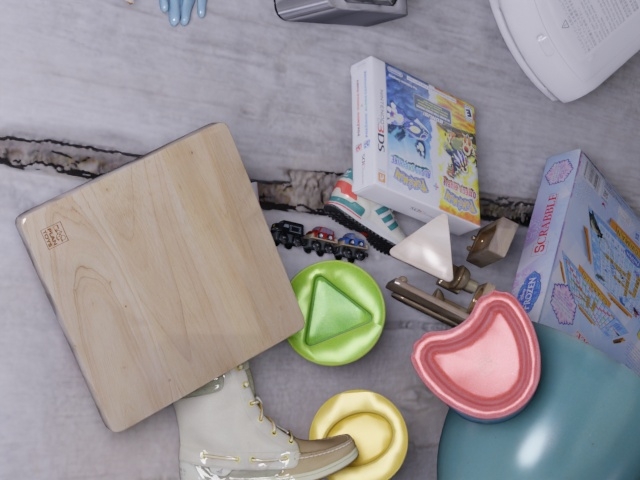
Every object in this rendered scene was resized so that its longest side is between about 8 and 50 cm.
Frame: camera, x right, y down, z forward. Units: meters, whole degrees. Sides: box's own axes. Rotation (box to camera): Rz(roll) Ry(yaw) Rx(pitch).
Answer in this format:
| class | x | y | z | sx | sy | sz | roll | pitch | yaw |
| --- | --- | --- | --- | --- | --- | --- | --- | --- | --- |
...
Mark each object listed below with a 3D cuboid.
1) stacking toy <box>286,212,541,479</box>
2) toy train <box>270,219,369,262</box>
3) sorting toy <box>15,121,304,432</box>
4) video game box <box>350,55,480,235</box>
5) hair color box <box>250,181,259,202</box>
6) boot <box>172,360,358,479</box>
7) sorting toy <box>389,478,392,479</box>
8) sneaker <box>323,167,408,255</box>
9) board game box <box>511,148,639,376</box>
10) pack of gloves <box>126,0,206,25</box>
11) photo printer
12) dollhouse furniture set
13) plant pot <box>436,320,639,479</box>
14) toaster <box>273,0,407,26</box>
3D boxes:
| class | x | y | z | sx | sy | sz | roll | pitch | yaw |
| --- | --- | --- | --- | --- | --- | --- | --- | --- | --- |
| stacking toy | 0.107 | 0.139 | 1.791 | 0.309 | 0.130 | 0.279 | -25 | 79 | 3 |
| toy train | 0.000 | 0.000 | 1.806 | 0.158 | 0.027 | 0.036 | 13 | 70 | -40 |
| sorting toy | -0.182 | 0.035 | 1.578 | 0.255 | 0.089 | 0.257 | -28 | 107 | -24 |
| video game box | 0.125 | -0.122 | 1.873 | 0.205 | 0.048 | 0.187 | 20 | 62 | -39 |
| hair color box | -0.107 | 0.004 | 1.701 | 0.072 | 0.043 | 0.141 | -10 | 97 | -41 |
| boot | -0.069 | 0.206 | 1.668 | 0.213 | 0.077 | 0.165 | -10 | 93 | -8 |
| sorting toy | 0.075 | 0.301 | 1.863 | 0.083 | 0.045 | 0.075 | 53 | 39 | -27 |
| sneaker | 0.078 | -0.036 | 1.853 | 0.161 | 0.057 | 0.075 | 32 | 73 | -33 |
| board game box | 0.408 | 0.087 | 2.094 | 0.319 | 0.066 | 0.318 | 44 | 50 | -31 |
| pack of gloves | -0.190 | -0.373 | 1.650 | 0.195 | 0.046 | 0.232 | 23 | 77 | -50 |
| photo printer | 0.384 | -0.368 | 2.060 | 0.307 | 0.107 | 0.256 | -41 | 116 | -17 |
| dollhouse furniture set | 0.167 | 0.025 | 1.892 | 0.123 | 0.144 | 0.151 | 26 | 79 | -5 |
| plant pot | 0.290 | 0.280 | 1.895 | 0.293 | 0.293 | 0.235 | 43 | 71 | -32 |
| toaster | 0.020 | -0.358 | 1.775 | 0.186 | 0.110 | 0.168 | -3 | 90 | -41 |
